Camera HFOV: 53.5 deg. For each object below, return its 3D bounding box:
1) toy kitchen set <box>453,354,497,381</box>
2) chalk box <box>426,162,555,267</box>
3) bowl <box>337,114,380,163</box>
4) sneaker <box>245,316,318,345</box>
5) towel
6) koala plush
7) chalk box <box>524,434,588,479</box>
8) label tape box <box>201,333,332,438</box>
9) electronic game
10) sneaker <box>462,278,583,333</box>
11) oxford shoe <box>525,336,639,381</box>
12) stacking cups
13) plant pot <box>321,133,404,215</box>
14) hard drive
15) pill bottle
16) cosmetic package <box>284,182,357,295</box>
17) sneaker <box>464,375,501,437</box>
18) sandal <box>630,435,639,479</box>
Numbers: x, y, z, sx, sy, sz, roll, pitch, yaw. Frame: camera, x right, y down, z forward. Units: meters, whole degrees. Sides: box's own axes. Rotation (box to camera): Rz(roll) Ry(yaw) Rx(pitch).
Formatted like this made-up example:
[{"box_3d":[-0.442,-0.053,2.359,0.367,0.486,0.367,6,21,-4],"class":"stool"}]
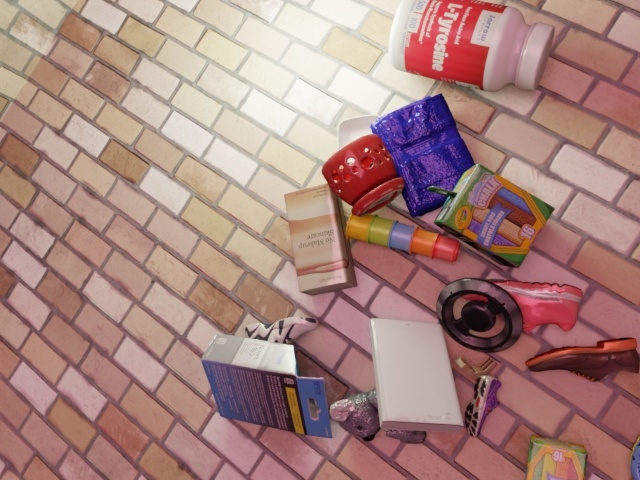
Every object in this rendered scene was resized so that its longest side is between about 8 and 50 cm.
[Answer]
[{"box_3d":[0.406,0.318,1.691,0.075,0.083,0.068,-46,29,5],"class":"toy kitchen set"},{"box_3d":[0.417,-0.080,1.656,0.289,0.180,0.179,32,91,1],"class":"chalk box"},{"box_3d":[0.125,-0.298,1.899,0.142,0.053,0.142,-6,79,17],"class":"bowl"},{"box_3d":[-0.107,0.307,1.844,0.235,0.094,0.152,-11,78,16],"class":"sneaker"},{"box_3d":[0.298,-0.242,1.790,0.228,0.076,0.308,-24,84,9],"class":"towel"},{"box_3d":[0.145,0.453,1.696,0.221,0.196,0.203,-17,64,15],"class":"koala plush"},{"box_3d":[0.567,0.601,1.550,0.133,0.132,0.212,7,82,20],"class":"chalk box"},{"box_3d":[-0.130,0.401,1.754,0.348,0.249,0.115,5,39,17],"class":"label tape box"},{"box_3d":[0.413,0.197,1.659,0.229,0.048,0.229,16,126,23],"class":"electronic game"},{"box_3d":[0.513,0.172,1.656,0.314,0.116,0.136,3,85,20],"class":"sneaker"},{"box_3d":[0.658,0.312,1.595,0.272,0.097,0.098,-12,83,16],"class":"oxford shoe"},{"box_3d":[0.231,-0.005,1.790,0.316,0.096,0.096,18,86,20],"class":"stacking cups"},{"box_3d":[0.123,-0.172,1.757,0.191,0.191,0.174,-32,80,10],"class":"plant pot"},{"box_3d":[0.238,0.339,1.629,0.203,0.040,0.307,6,44,-9],"class":"hard drive"},{"box_3d":[0.415,-0.544,1.756,0.408,0.229,0.228,19,86,20],"class":"pill bottle"},{"box_3d":[0.000,0.000,1.845,0.153,0.129,0.296,-14,76,14],"class":"cosmetic package"},{"box_3d":[0.432,0.439,1.660,0.071,0.068,0.169,15,99,-16],"class":"sneaker"},{"box_3d":[0.853,0.462,1.482,0.126,0.138,0.317,42,96,18],"class":"sandal"}]
